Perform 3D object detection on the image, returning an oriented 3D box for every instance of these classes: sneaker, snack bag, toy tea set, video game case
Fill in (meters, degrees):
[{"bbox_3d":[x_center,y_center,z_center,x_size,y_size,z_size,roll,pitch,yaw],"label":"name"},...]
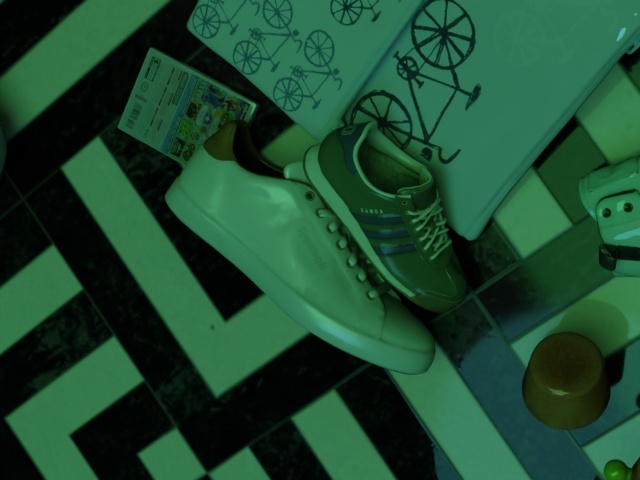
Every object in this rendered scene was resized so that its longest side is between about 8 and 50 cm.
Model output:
[{"bbox_3d":[0.276,-0.076,1.050,0.151,0.094,0.255,0,112,21],"label":"sneaker"},{"bbox_3d":[0.074,-0.189,1.094,0.342,0.037,0.323,41,130,6],"label":"snack bag"},{"bbox_3d":[0.322,0.176,1.085,0.200,0.124,0.336,-39,62,-12],"label":"toy tea set"},{"bbox_3d":[0.000,0.000,1.174,0.290,0.106,0.123,38,106,9],"label":"sneaker"},{"bbox_3d":[-0.126,-0.118,1.253,0.122,0.011,0.087,29,107,14],"label":"video game case"},{"bbox_3d":[0.073,-0.023,1.134,0.192,0.064,0.086,48,138,-6],"label":"sneaker"}]

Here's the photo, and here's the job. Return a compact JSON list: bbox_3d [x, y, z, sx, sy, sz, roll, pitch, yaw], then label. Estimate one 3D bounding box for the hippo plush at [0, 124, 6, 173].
[{"bbox_3d":[-0.413,-0.140,1.284,0.294,0.234,0.236,-30,110,-19],"label":"hippo plush"}]
